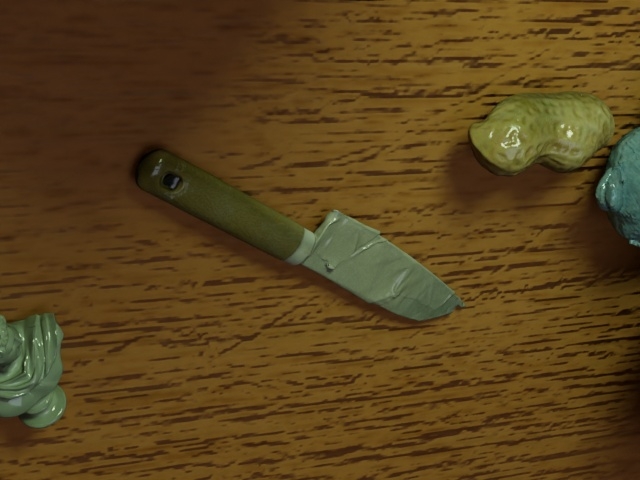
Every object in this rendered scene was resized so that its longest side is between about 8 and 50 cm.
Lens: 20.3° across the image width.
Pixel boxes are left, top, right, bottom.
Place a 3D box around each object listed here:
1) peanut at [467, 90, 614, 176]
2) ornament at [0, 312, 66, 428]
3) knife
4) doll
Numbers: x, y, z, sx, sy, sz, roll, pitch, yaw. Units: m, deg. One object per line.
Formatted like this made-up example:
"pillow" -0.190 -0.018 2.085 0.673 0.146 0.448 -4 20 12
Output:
"peanut" 0.138 -0.066 1.113 0.113 0.054 0.054 -10 125 -35
"ornament" -0.173 0.070 0.995 0.068 0.041 0.092 -52 145 14
"knife" 0.001 0.001 1.088 0.298 0.017 0.047 29 94 -44
"doll" 0.256 -0.072 1.178 0.120 0.075 0.179 27 102 -47
